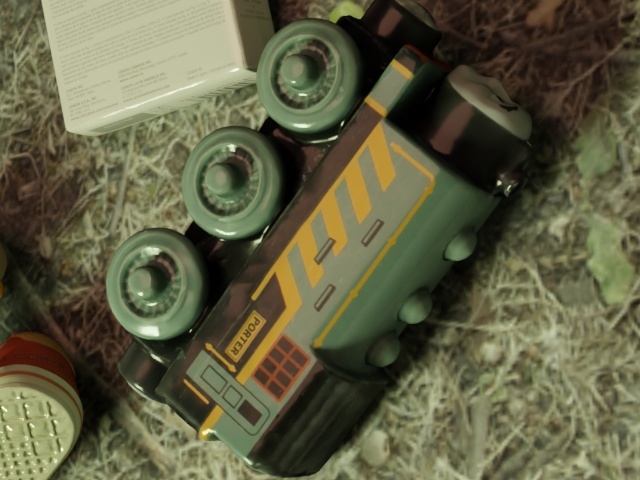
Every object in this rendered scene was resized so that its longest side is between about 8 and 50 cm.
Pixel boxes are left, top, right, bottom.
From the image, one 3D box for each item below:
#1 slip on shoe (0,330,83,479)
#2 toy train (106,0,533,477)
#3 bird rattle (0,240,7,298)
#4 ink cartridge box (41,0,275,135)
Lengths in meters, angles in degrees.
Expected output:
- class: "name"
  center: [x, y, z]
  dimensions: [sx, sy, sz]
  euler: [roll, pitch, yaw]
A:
- class: "slip on shoe"
  center: [-0.296, 0.193, 1.322]
  dimensions: [0.331, 0.123, 0.101]
  euler: [-46, 22, 25]
- class: "toy train"
  center: [0.000, 0.000, 1.147]
  dimensions: [0.190, 0.142, 0.334]
  euler: [41, 100, 22]
- class: "bird rattle"
  center: [-0.343, 0.060, 1.364]
  dimensions: [0.207, 0.143, 0.253]
  euler: [-31, 16, -4]
- class: "ink cartridge box"
  center: [-0.136, -0.212, 1.307]
  dimensions: [0.181, 0.056, 0.225]
  euler: [-15, 81, 31]
